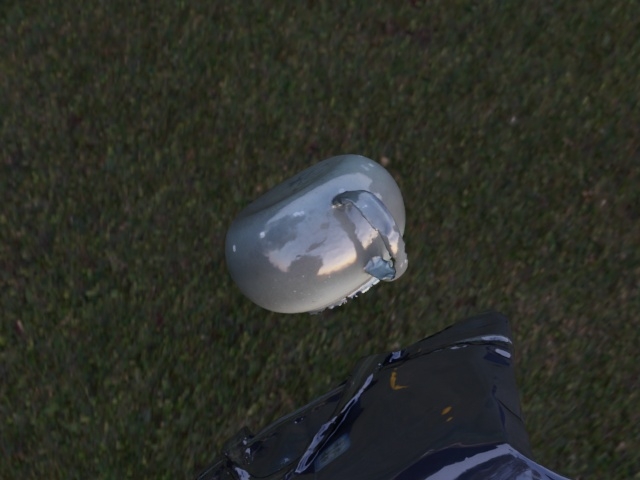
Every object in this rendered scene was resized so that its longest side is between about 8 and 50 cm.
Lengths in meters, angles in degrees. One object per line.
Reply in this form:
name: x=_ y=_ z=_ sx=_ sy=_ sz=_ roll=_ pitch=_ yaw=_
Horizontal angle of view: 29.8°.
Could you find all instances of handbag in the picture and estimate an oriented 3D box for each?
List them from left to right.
handbag: x=0.009 y=0.143 z=0.644 sx=0.254 sy=0.211 sz=0.089 roll=-34 pitch=109 yaw=10

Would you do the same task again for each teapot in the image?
teapot: x=0.000 y=0.000 z=1.224 sx=0.193 sy=0.294 sz=0.129 roll=-36 pitch=103 yaw=-23
